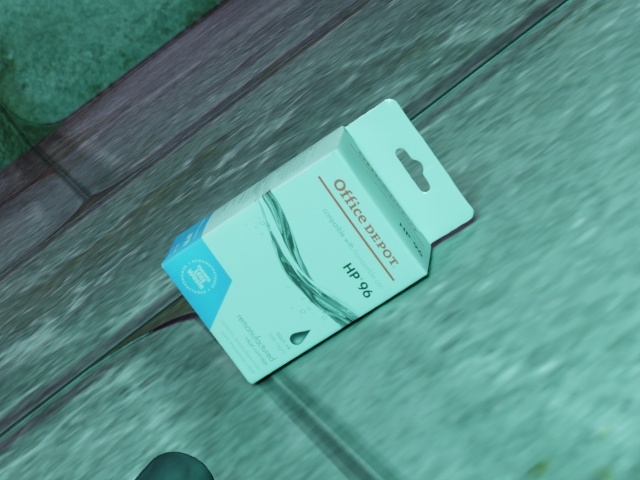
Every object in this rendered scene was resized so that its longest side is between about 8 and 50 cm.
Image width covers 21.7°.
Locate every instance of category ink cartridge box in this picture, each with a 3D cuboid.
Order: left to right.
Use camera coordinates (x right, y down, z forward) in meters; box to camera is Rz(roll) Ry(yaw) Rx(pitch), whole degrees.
[{"bbox_3d":[0.000,0.000,0.506,0.083,0.048,0.028,-33,12,16],"label":"ink cartridge box"}]

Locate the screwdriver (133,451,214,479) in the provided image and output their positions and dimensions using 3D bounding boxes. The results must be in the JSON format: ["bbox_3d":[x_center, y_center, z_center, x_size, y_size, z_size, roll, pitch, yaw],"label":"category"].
[{"bbox_3d":[-0.063,0.103,0.359,0.025,0.024,0.170,3,33,24],"label":"screwdriver"}]
